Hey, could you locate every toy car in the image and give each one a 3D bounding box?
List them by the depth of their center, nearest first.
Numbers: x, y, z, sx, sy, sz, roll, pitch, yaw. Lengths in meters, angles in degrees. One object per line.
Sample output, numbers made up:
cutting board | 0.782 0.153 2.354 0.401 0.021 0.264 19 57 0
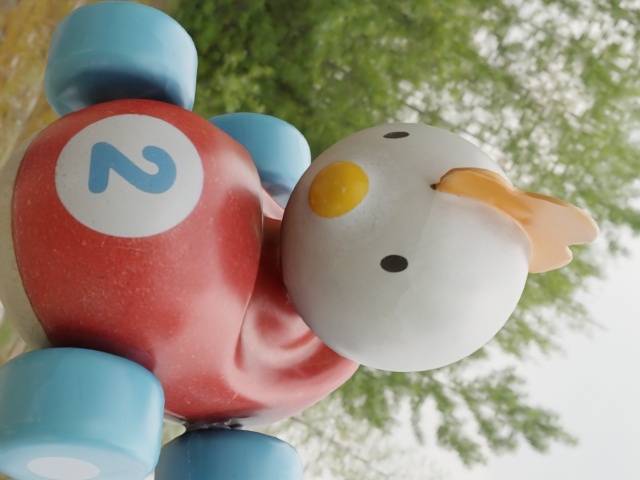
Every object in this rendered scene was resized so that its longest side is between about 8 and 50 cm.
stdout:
toy car | 0.000 0.000 0.530 0.238 0.210 0.219 -16 -123 28
